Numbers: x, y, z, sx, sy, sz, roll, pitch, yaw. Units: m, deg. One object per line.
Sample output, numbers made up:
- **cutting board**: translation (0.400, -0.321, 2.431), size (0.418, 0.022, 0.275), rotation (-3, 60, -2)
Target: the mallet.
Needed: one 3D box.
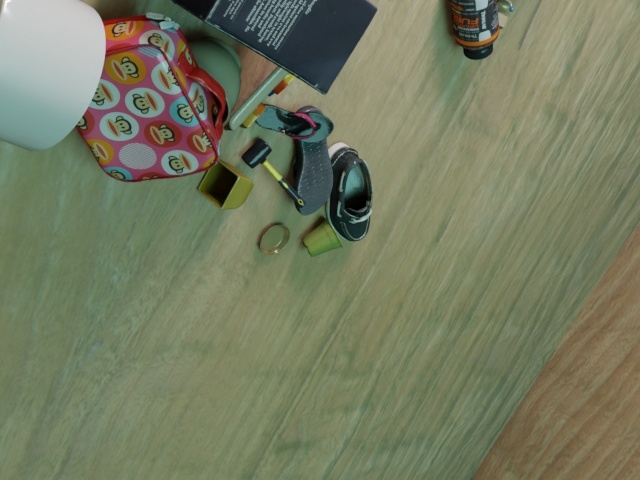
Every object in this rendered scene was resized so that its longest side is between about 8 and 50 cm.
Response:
- **mallet**: translation (-0.087, -0.145, 1.759), size (0.190, 0.039, 0.062), rotation (39, 92, -32)

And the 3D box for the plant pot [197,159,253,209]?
- **plant pot**: translation (-0.189, -0.113, 1.701), size (0.083, 0.081, 0.081), rotation (10, 114, -58)

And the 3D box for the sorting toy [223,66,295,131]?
- **sorting toy**: translation (-0.108, -0.279, 1.569), size (0.038, 0.208, 0.193), rotation (43, 88, -9)

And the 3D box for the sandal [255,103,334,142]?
- **sandal**: translation (-0.051, -0.242, 1.711), size (0.179, 0.040, 0.067), rotation (8, 109, -28)

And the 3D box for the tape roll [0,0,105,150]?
- **tape roll**: translation (-0.456, -0.270, 1.187), size (0.169, 0.246, 0.246), rotation (20, 106, -49)

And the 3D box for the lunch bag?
- **lunch bag**: translation (-0.288, -0.235, 1.379), size (0.258, 0.120, 0.293), rotation (-8, 138, 13)

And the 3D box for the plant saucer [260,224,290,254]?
- **plant saucer**: translation (-0.110, -0.004, 1.911), size (0.083, 0.015, 0.083), rotation (-24, 135, -27)

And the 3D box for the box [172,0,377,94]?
- **box**: translation (-0.118, -0.421, 1.340), size (0.294, 0.296, 0.182), rotation (22, 105, -51)

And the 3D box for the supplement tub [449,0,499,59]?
- **supplement tub**: translation (0.353, -0.510, 1.854), size (0.106, 0.106, 0.198), rotation (-36, 139, -15)

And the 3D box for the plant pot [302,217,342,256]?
- **plant pot**: translation (0.000, 0.000, 1.976), size (0.079, 0.083, 0.083), rotation (-30, 139, -5)

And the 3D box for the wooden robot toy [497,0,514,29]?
- **wooden robot toy**: translation (0.424, -0.590, 1.905), size (0.079, 0.076, 0.173), rotation (19, 107, -11)

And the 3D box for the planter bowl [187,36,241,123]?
- **planter bowl**: translation (-0.210, -0.301, 1.479), size (0.109, 0.162, 0.162), rotation (-60, 149, -30)

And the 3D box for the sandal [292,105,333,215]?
- **sandal**: translation (-0.024, -0.180, 1.821), size (0.097, 0.054, 0.254), rotation (-15, 119, -30)

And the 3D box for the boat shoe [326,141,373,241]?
- **boat shoe**: translation (0.075, -0.094, 1.948), size (0.114, 0.091, 0.302), rotation (-36, 139, -15)
